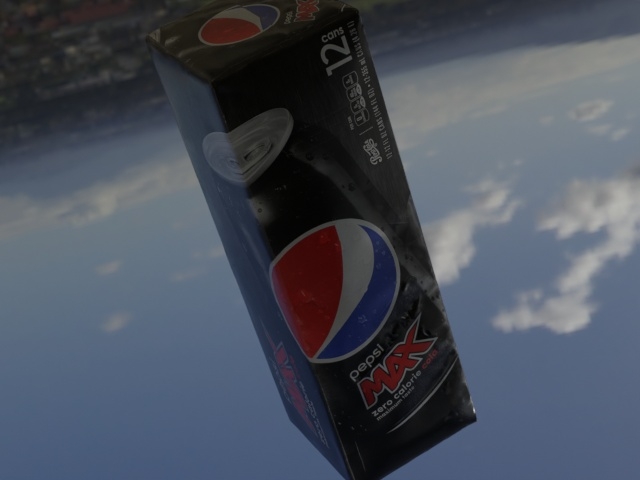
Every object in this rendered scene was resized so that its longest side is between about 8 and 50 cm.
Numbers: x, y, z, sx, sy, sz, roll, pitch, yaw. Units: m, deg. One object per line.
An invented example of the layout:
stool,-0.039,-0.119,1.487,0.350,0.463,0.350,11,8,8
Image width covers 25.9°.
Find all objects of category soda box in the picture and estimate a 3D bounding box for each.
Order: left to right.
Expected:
soda box,0.000,0.000,0.470,0.053,0.169,0.060,-29,-148,-15
